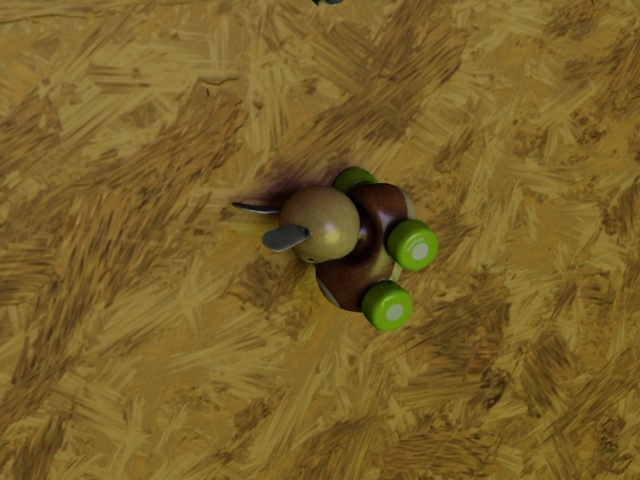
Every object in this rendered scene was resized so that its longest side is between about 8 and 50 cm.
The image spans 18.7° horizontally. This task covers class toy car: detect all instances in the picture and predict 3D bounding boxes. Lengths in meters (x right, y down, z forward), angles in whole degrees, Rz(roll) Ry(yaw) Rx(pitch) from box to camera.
[{"bbox_3d":[0.000,0.000,2.076,0.188,0.155,0.149,8,113,-35],"label":"toy car"}]

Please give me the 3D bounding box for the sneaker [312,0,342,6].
[{"bbox_3d":[0.030,-0.306,1.909,0.235,0.094,0.153,-17,133,-27],"label":"sneaker"}]
